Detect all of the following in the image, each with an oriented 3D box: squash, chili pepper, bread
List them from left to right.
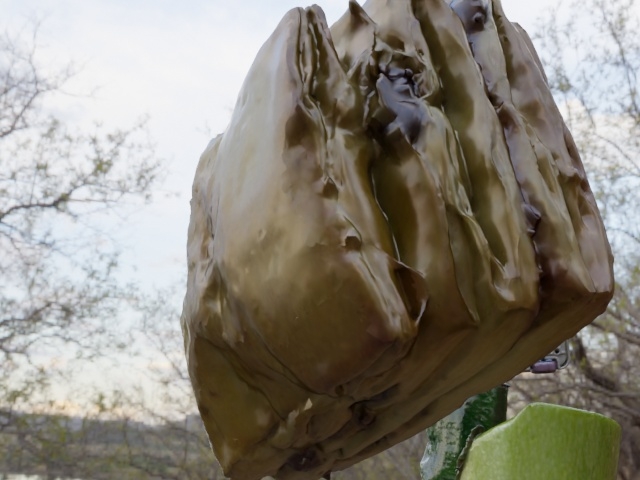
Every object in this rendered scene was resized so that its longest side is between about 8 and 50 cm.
[{"bbox_3d":[0.000,0.000,0.524,0.191,0.314,0.370,9,-33,-41],"label":"bread"},{"bbox_3d":[0.190,0.322,0.966,0.136,0.271,0.099,4,-11,39],"label":"chili pepper"},{"bbox_3d":[0.091,0.180,0.321,0.075,0.200,0.090,0,-25,35],"label":"squash"}]

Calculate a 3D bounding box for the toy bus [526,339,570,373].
[{"bbox_3d":[0.400,0.205,1.427,0.202,0.142,0.142,-4,-9,1],"label":"toy bus"}]
